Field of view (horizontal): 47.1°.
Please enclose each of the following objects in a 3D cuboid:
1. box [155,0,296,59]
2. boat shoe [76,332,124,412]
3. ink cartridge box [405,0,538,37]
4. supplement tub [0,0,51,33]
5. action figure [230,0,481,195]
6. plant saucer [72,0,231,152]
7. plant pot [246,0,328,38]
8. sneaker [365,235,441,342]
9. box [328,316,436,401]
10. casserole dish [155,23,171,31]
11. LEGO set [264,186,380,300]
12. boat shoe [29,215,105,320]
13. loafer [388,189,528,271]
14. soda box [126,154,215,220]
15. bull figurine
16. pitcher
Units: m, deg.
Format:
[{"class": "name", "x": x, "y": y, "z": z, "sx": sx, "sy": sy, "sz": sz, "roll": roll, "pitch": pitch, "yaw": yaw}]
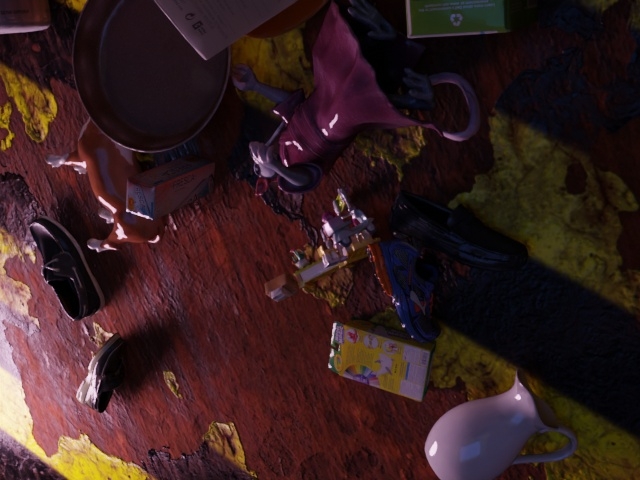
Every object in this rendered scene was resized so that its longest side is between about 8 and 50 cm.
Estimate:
[{"class": "box", "x": -0.070, "y": -0.418, "z": 0.862, "sx": 0.345, "sy": 0.168, "sz": 0.215, "roll": -32, "pitch": 71, "yaw": 5}, {"class": "boat shoe", "x": -0.447, "y": 0.283, "z": 1.546, "sx": 0.073, "sy": 0.080, "sz": 0.224, "roll": 37, "pitch": 124, "yaw": 4}, {"class": "ink cartridge box", "x": 0.145, "y": -0.325, "z": 0.982, "sx": 0.255, "sy": 0.189, "sz": 0.097, "roll": 2, "pitch": 110, "yaw": 27}, {"class": "supplement tub", "x": -0.591, "y": -0.521, "z": 1.272, "sx": 0.193, "sy": 0.193, "sz": 0.316, "roll": 3, "pitch": 109, "yaw": 25}, {"class": "action figure", "x": 0.015, "y": -0.189, "z": 1.133, "sx": 0.370, "sy": 0.275, "sz": 0.248, "roll": -44, "pitch": 42, "yaw": 44}, {"class": "plant saucer", "x": -0.275, "y": -0.303, "z": 1.221, "sx": 0.310, "sy": 0.050, "sz": 0.311, "roll": 3, "pitch": 98, "yaw": 23}, {"class": "plant pot", "x": -0.091, "y": -0.436, "z": 1.067, "sx": 0.205, "sy": 0.205, "sz": 0.188, "roll": -45, "pitch": 70, "yaw": 30}, {"class": "sneaker", "x": 0.150, "y": 0.080, "z": 1.148, "sx": 0.087, "sy": 0.083, "sz": 0.221, "roll": -25, "pitch": 129, "yaw": 9}, {"class": "box", "x": 0.103, "y": 0.201, "z": 1.266, "sx": 0.179, "sy": 0.043, "sz": 0.105, "roll": 15, "pitch": 113, "yaw": 19}, {"class": "casserole dish", "x": -0.283, "y": -0.309, "z": 1.284, "sx": 0.188, "sy": 0.037, "sz": 0.114, "roll": -38, "pitch": 88, "yaw": 32}, {"class": "LEGO set", "x": 0.000, "y": 0.000, "z": 1.215, "sx": 0.287, "sy": 0.132, "sz": 0.107, "roll": -40, "pitch": 69, "yaw": 53}, {"class": "boat shoe", "x": -0.532, "y": 0.056, "z": 1.507, "sx": 0.084, "sy": 0.079, "sz": 0.233, "roll": -28, "pitch": 92, "yaw": 32}, {"class": "loafer", "x": 0.209, "y": -0.016, "z": 1.119, "sx": 0.223, "sy": 0.076, "sz": 0.078, "roll": 21, "pitch": 123, "yaw": 23}, {"class": "soda box", "x": -0.253, "y": -0.094, "z": 1.256, "sx": 0.058, "sy": 0.183, "sz": 0.063, "roll": 18, "pitch": 116, "yaw": 20}, {"class": "bull figurine", "x": -0.396, "y": -0.127, "z": 1.366, "sx": 0.188, "sy": 0.101, "sz": 0.311, "roll": -17, "pitch": 97, "yaw": 34}, {"class": "pitcher", "x": 0.290, "y": 0.325, "z": 1.181, "sx": 0.207, "sy": 0.125, "sz": 0.178, "roll": -40, "pitch": 103, "yaw": 20}]
